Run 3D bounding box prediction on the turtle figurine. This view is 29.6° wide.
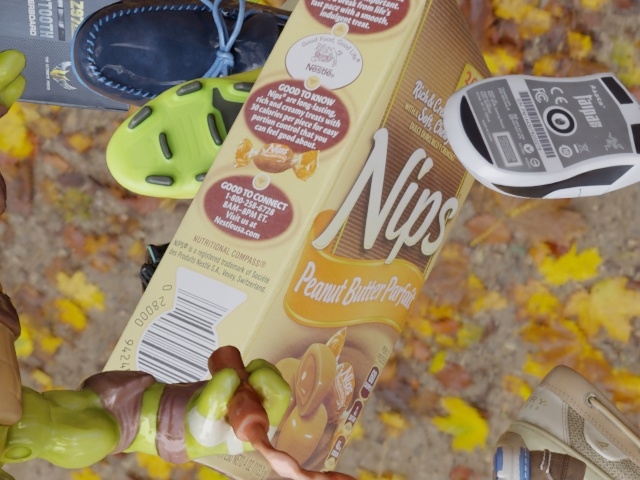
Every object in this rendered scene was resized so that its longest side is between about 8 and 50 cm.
[{"bbox_3d":[-0.107,0.022,0.346,0.269,0.217,0.087,9,132,-36],"label":"turtle figurine"}]

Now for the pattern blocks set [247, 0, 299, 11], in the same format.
[{"bbox_3d":[-0.051,-0.229,1.573,0.325,0.026,0.285,-19,75,47],"label":"pattern blocks set"}]

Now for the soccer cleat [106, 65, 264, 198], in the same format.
[{"bbox_3d":[-0.031,-0.100,0.973,0.093,0.289,0.121,64,167,5],"label":"soccer cleat"}]

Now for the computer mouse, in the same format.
[{"bbox_3d":[0.148,-0.058,0.659,0.193,0.106,0.042,-6,153,-21],"label":"computer mouse"}]

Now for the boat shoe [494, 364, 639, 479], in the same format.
[{"bbox_3d":[0.317,0.240,1.046,0.341,0.110,0.121,38,165,0],"label":"boat shoe"}]

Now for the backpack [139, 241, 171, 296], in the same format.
[{"bbox_3d":[-0.084,0.090,1.082,0.144,0.166,0.188,-12,153,-15],"label":"backpack"}]

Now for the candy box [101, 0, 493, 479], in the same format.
[{"bbox_3d":[0.000,0.000,0.767,0.088,0.316,0.183,22,168,28],"label":"candy box"}]

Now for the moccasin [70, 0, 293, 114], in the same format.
[{"bbox_3d":[-0.069,-0.190,1.198,0.117,0.342,0.137,22,114,59],"label":"moccasin"}]

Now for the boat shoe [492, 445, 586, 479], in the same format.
[{"bbox_3d":[0.141,0.223,0.766,0.066,0.066,0.183,1,93,8],"label":"boat shoe"}]

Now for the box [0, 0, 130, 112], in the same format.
[{"bbox_3d":[-0.303,-0.258,1.377,0.183,0.059,0.232,5,136,-5],"label":"box"}]
